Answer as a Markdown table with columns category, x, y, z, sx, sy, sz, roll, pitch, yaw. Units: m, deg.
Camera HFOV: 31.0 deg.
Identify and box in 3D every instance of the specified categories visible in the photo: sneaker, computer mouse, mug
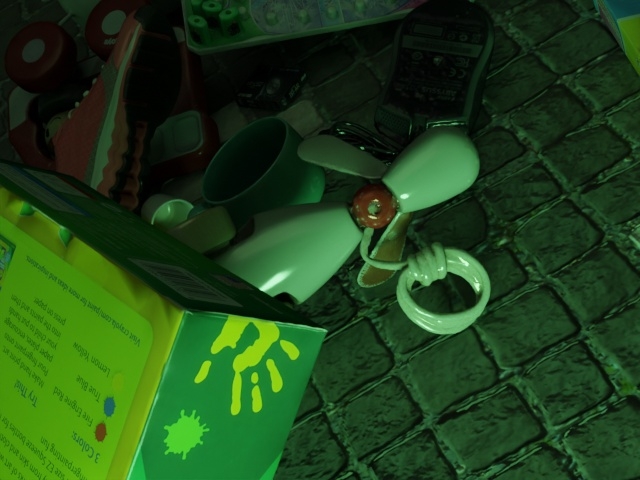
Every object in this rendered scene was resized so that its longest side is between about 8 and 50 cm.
| category | x | y | z | sx | sy | sz | roll | pitch | yaw |
| --- | --- | --- | --- | --- | --- | --- | --- | --- | --- |
| sneaker | -0.275 | -0.148 | 1.442 | 0.136 | 0.116 | 0.314 | 15 | 91 | 23 |
| computer mouse | 0.123 | -0.170 | 1.360 | 0.188 | 0.072 | 0.272 | 14 | 61 | 17 |
| mug | -0.069 | -0.060 | 1.345 | 0.158 | 0.097 | 0.129 | -21 | 40 | 35 |
| mug | -0.198 | -0.025 | 1.425 | 0.078 | 0.062 | 0.064 | -36 | 32 | -16 |

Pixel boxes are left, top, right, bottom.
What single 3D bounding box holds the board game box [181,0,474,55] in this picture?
| category | x | y | z | sx | sy | sz | roll | pitch | yaw |
| --- | --- | --- | --- | --- | --- | --- | --- | --- | --- |
| board game box | -0.013 | -0.448 | 1.598 | 0.390 | 0.050 | 0.390 | -10 | 58 | -1 |

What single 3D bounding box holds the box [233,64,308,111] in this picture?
| category | x | y | z | sx | sy | sz | roll | pitch | yaw |
| --- | --- | --- | --- | --- | --- | --- | --- | --- | --- |
| box | -0.067 | -0.206 | 1.559 | 0.083 | 0.018 | 0.067 | 12 | 56 | 39 |

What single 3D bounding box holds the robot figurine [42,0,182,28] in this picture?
| category | x | y | z | sx | sy | sz | roll | pitch | yaw |
| --- | --- | --- | --- | --- | --- | --- | --- | --- | --- |
| robot figurine | -0.271 | -0.446 | 1.788 | 0.353 | 0.200 | 0.300 | -33 | 26 | -3 |

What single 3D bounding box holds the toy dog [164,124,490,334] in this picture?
| category | x | y | z | sx | sy | sz | roll | pitch | yaw |
| --- | --- | --- | --- | --- | --- | --- | --- | --- | --- |
| toy dog | 0.000 | 0.000 | 1.191 | 0.333 | 0.220 | 0.161 | -9 | 2 | -4 |

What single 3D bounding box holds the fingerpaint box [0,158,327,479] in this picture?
| category | x | y | z | sx | sy | sz | roll | pitch | yaw |
| --- | --- | --- | --- | --- | --- | --- | --- | --- | --- |
| fingerpaint box | -0.239 | 0.160 | 1.056 | 0.445 | 0.163 | 0.371 | 27 | 100 | 46 |

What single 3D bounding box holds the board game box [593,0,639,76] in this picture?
| category | x | y | z | sx | sy | sz | roll | pitch | yaw |
| --- | --- | --- | --- | --- | --- | --- | --- | --- | --- |
| board game box | 0.450 | -0.243 | 1.244 | 0.242 | 0.064 | 0.316 | -23 | 41 | 9 |

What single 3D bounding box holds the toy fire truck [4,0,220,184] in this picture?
| category | x | y | z | sx | sy | sz | roll | pitch | yaw |
| --- | --- | --- | --- | --- | --- | --- | --- | --- | --- |
| toy fire truck | -0.290 | -0.172 | 1.569 | 0.302 | 0.169 | 0.254 | -17 | 62 | 14 |
